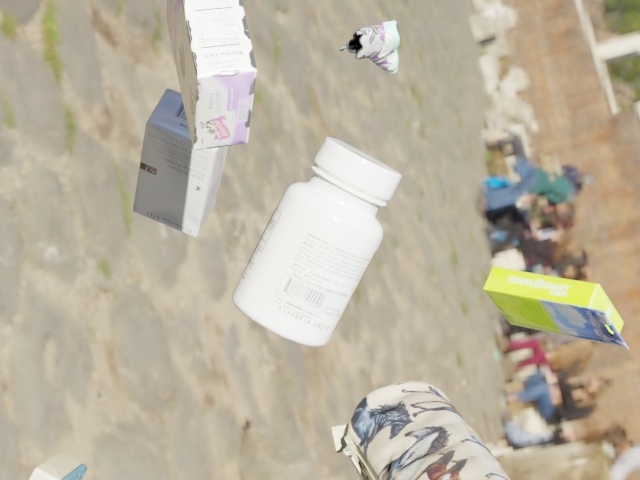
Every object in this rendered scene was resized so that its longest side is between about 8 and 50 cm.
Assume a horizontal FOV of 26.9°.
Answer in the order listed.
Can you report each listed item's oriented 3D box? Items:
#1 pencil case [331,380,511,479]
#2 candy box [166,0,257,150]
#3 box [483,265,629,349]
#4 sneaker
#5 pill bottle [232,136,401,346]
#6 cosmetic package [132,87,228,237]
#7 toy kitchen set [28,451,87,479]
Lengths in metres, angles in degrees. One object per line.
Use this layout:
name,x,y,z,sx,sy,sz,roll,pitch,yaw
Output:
pencil case,0.149,0.331,1.761,0.410,0.184,0.159,-126,-164,-69
candy box,-0.129,-0.230,1.556,0.165,0.070,0.196,106,-27,-64
box,0.314,0.087,1.756,0.109,0.178,0.042,47,61,-46
sneaker,0.056,-0.224,1.569,0.098,0.069,0.038,85,-2,-64
pill bottle,0.000,0.000,1.598,0.229,0.131,0.131,-63,171,8
cosmetic package,-0.211,-0.115,2.047,0.231,0.117,0.085,108,6,-52
toy kitchen set,-0.317,0.402,1.681,0.207,0.166,0.122,-62,178,3
